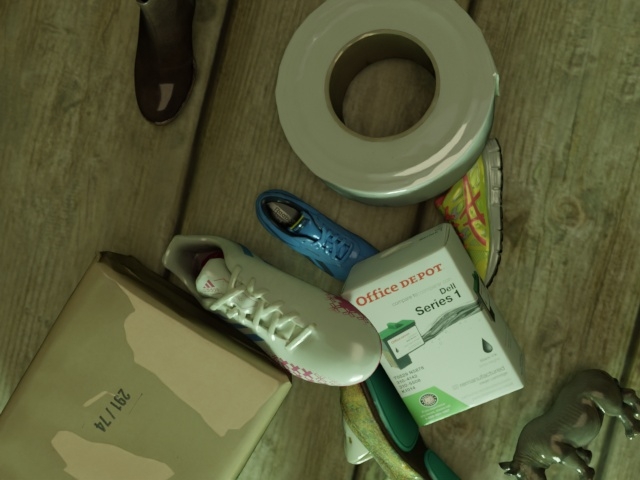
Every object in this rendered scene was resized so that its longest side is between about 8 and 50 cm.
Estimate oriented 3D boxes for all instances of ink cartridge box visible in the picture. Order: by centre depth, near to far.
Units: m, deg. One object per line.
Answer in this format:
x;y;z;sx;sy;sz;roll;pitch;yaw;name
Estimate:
0.149;0.111;1.118;0.160;0.092;0.219;-27;103;20;ink cartridge box

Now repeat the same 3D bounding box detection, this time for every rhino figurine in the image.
0.331;0.278;1.162;0.106;0.073;0.243;43;94;-3;rhino figurine

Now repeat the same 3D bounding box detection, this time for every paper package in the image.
-0.238;0.230;1.141;0.309;0.168;0.325;32;92;2;paper package

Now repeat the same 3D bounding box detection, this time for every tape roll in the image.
0.089;-0.191;1.120;0.286;0.100;0.286;-2;81;13;tape roll

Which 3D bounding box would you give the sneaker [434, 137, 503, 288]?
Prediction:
0.204;-0.033;1.165;0.094;0.081;0.209;-1;85;10;sneaker

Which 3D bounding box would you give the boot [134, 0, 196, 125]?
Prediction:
-0.216;-0.283;1.108;0.090;0.207;0.249;10;92;3;boot

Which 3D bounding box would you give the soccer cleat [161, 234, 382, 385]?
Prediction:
-0.076;0.086;1.076;0.331;0.143;0.116;27;91;37;soccer cleat

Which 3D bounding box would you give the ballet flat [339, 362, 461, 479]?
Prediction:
0.102;0.299;1.158;0.123;0.123;0.349;-36;89;3;ballet flat

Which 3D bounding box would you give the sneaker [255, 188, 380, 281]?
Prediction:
0.000;0.000;1.168;0.209;0.082;0.069;33;90;0;sneaker
